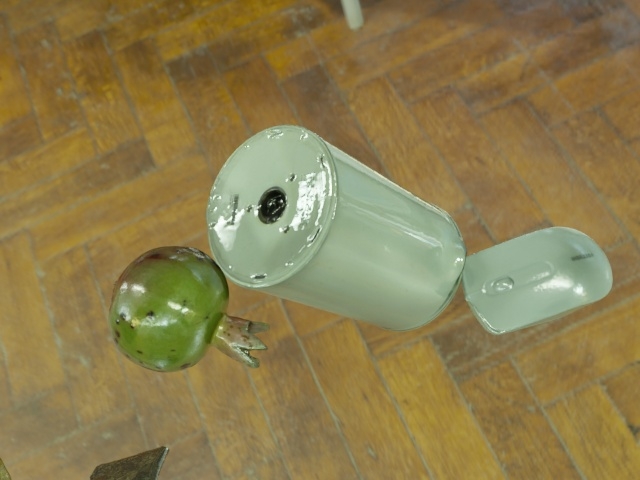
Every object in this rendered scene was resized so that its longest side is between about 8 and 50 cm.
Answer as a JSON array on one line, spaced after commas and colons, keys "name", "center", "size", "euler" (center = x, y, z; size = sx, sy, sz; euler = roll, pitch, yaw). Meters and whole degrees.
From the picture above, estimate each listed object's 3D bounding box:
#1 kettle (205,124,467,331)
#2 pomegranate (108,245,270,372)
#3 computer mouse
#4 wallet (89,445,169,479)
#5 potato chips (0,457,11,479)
[{"name": "kettle", "center": [0.008, 0.011, 1.312], "size": [0.265, 0.318, 0.205], "euler": [-39, 56, 23]}, {"name": "pomegranate", "center": [-0.129, 0.067, 0.989], "size": [0.159, 0.129, 0.129], "euler": [-2, 54, -7]}, {"name": "computer mouse", "center": [0.306, 0.050, 1.395], "size": [0.230, 0.079, 0.128], "euler": [-16, 67, -21]}, {"name": "wallet", "center": [-0.296, 0.363, 1.464], "size": [0.124, 0.244, 0.025], "euler": [-17, 95, 1]}, {"name": "potato chips", "center": [-0.125, 0.194, 0.454], "size": [0.057, 0.407, 0.080], "euler": [-11, 21, 20]}]
